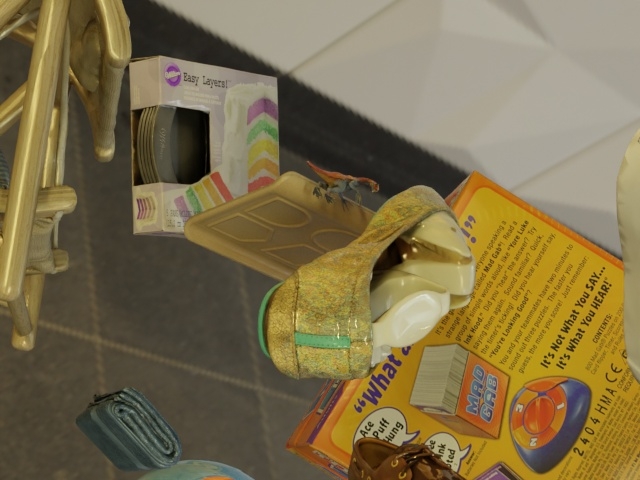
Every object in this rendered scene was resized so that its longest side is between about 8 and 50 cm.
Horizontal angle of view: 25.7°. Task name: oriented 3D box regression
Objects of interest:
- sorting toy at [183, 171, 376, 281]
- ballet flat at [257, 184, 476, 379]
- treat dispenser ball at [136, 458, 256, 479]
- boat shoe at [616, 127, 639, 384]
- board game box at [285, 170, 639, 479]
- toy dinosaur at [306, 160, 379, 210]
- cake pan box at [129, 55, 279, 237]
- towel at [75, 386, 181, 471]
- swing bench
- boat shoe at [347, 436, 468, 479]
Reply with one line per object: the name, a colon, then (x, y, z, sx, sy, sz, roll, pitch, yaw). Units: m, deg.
sorting toy: (0.000, 0.000, 1.895, 0.307, 0.229, 0.041, 25, 58, -33)
ballet flat: (0.073, 0.037, 1.241, 0.123, 0.123, 0.348, 60, 32, -1)
treat dispenser ball: (-0.183, 0.466, 2.065, 0.288, 0.288, 0.288, 36, 38, -35)
boat shoe: (0.277, 0.040, 0.956, 0.102, 0.108, 0.301, 39, -22, 40)
board game box: (0.210, 0.187, 1.678, 0.356, 0.356, 0.356, 32, -10, 0)
toy dinosaur: (0.034, -0.071, 1.737, 0.082, 0.047, 0.090, -32, 120, -33)
cake pan box: (-0.164, -0.126, 1.993, 0.267, 0.070, 0.245, 5, 81, -52)
towel: (-0.138, 0.139, 1.023, 0.029, 0.119, 0.067, -44, 98, -25)
swing bench: (-0.231, -0.080, 1.013, 0.165, 0.253, 0.254, 25, 75, -4)
boat shoe: (0.069, 0.188, 1.088, 0.064, 0.178, 0.060, -9, 93, -26)
